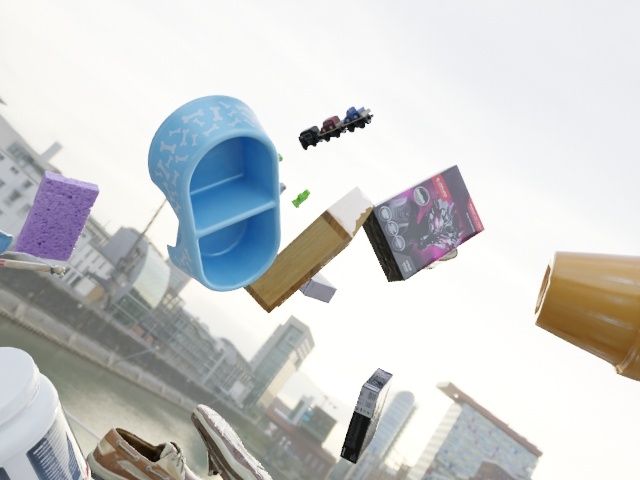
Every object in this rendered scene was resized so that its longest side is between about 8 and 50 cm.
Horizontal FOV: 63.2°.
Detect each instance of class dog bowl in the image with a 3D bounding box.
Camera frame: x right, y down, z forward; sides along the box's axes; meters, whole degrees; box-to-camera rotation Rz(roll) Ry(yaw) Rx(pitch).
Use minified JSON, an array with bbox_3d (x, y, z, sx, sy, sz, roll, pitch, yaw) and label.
[{"bbox_3d":[-0.130,-0.046,0.716,0.074,0.166,0.297,44,-34,35],"label":"dog bowl"}]

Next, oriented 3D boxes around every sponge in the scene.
[{"bbox_3d":[-0.595,-0.048,1.175,0.117,0.210,0.031,13,28,-44],"label":"sponge"}]

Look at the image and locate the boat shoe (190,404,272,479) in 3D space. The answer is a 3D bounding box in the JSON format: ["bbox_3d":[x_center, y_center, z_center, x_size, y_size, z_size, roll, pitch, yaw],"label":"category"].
[{"bbox_3d":[-0.222,0.485,1.161,0.257,0.095,0.095,40,-6,30],"label":"boat shoe"}]

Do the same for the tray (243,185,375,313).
[{"bbox_3d":[0.000,0.000,1.061,0.076,0.203,0.411,47,16,0],"label":"tray"}]

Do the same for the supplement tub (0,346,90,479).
[{"bbox_3d":[-0.483,0.321,0.795,0.191,0.191,0.272,22,-51,39],"label":"supplement tub"}]

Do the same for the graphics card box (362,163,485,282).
[{"bbox_3d":[0.309,-0.056,1.561,0.094,0.371,0.232,-14,-78,62],"label":"graphics card box"}]

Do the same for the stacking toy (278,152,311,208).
[{"bbox_3d":[-0.143,-0.109,1.412,0.167,0.221,0.052,55,15,25],"label":"stacking toy"}]

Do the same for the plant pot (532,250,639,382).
[{"bbox_3d":[0.449,0.102,0.822,0.188,0.205,0.205,15,-26,18],"label":"plant pot"}]

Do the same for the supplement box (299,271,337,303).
[{"bbox_3d":[-0.054,0.140,1.987,0.130,0.073,0.239,24,12,-38],"label":"supplement box"}]

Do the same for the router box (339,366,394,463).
[{"bbox_3d":[0.107,0.394,1.182,0.046,0.178,0.133,20,12,20],"label":"router box"}]

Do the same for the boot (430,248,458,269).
[{"bbox_3d":[0.346,0.054,1.886,0.236,0.089,0.269,-3,-10,-2],"label":"boot"}]

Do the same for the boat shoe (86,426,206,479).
[{"bbox_3d":[-0.377,0.540,1.224,0.324,0.119,0.122,31,-4,-20],"label":"boat shoe"}]

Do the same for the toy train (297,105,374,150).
[{"bbox_3d":[0.020,-0.177,0.812,0.158,0.027,0.036,-10,-65,47],"label":"toy train"}]

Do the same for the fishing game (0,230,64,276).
[{"bbox_3d":[-0.362,-0.026,0.445,0.189,0.041,0.264,3,-28,27],"label":"fishing game"}]
